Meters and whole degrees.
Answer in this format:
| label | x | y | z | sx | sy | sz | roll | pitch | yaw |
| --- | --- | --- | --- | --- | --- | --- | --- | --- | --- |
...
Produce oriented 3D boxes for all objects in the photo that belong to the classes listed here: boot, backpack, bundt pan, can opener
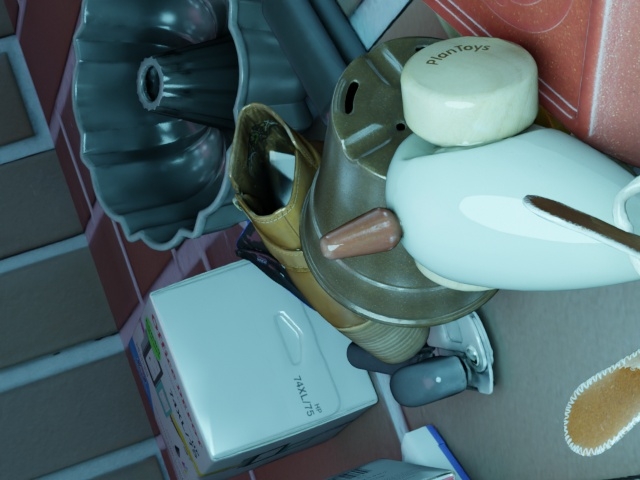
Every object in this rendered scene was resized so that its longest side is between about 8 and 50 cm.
| label | x | y | z | sx | sy | sz | roll | pitch | yaw |
| --- | --- | --- | --- | --- | --- | --- | --- | --- | --- |
| boot | -0.017 | -0.041 | 1.455 | 0.220 | 0.109 | 0.283 | 47 | -161 | -41 |
| backpack | 0.000 | 0.000 | 1.654 | 0.120 | 0.101 | 0.098 | 42 | 137 | 9 |
| bundt pan | -0.119 | -0.155 | 1.712 | 0.331 | 0.124 | 0.331 | 6 | 97 | 53 |
| can opener | 0.039 | -0.131 | 1.471 | 0.093 | 0.074 | 0.280 | -55 | 47 | 27 |
| can opener | 0.069 | 0.097 | 1.536 | 0.283 | 0.095 | 0.076 | 1 | 108 | 67 |

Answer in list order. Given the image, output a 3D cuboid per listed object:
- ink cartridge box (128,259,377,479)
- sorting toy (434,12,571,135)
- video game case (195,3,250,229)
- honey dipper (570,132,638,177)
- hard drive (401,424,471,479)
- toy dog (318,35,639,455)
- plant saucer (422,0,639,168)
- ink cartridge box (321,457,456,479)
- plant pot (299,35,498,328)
| label | x | y | z | sx | sy | sz | roll | pitch | yaw |
| --- | --- | --- | --- | --- | --- | --- | --- | --- | --- |
| ink cartridge box | -0.083 | 0.146 | 1.932 | 0.270 | 0.197 | 0.198 | 125 | 125 | -71 |
| sorting toy | 0.099 | -0.222 | 1.172 | 0.229 | 0.041 | 0.307 | 100 | 148 | -60 |
| video game case | -0.123 | -0.171 | 1.969 | 0.244 | 0.061 | 0.269 | -142 | 37 | -62 |
| honey dipper | 0.209 | -0.019 | 1.057 | 0.160 | 0.030 | 0.030 | 53 | 157 | 39 |
| hard drive | 0.164 | 0.349 | 1.600 | 0.318 | 0.040 | 0.210 | -126 | 23 | -49 |
| toy dog | 0.128 | 0.009 | 0.969 | 0.334 | 0.161 | 0.220 | 11 | 128 | 57 |
| plant saucer | 0.123 | -0.197 | 1.032 | 0.259 | 0.048 | 0.258 | 49 | 152 | 38 |
| ink cartridge box | 0.090 | 0.369 | 1.555 | 0.272 | 0.130 | 0.309 | 168 | 84 | -73 |
| plant pot | 0.067 | -0.047 | 1.221 | 0.165 | 0.167 | 0.167 | 90 | 157 | -61 |
